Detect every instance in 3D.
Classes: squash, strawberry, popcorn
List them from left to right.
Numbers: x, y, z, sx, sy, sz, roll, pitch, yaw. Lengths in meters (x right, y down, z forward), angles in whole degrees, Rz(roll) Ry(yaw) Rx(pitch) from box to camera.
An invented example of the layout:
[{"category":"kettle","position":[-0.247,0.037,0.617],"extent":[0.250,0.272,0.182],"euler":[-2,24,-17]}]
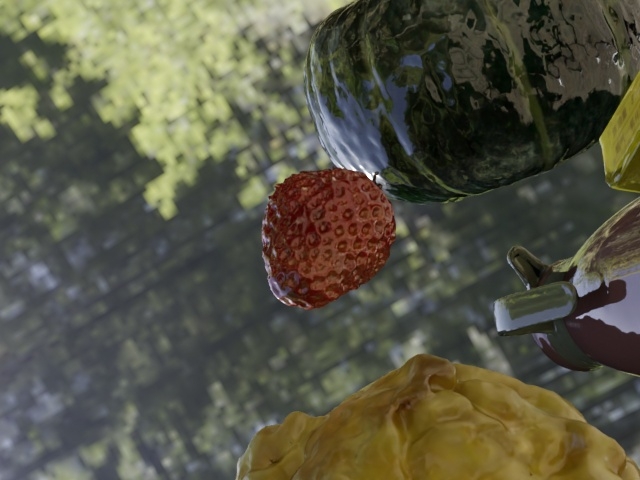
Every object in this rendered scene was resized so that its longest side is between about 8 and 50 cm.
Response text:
[{"category":"strawberry","position":[0.000,0.000,1.022],"extent":[0.073,0.073,0.083],"euler":[55,-147,-12]},{"category":"popcorn","position":[0.102,0.291,1.738],"extent":[0.354,0.390,0.344],"euler":[92,159,-60]},{"category":"squash","position":[0.111,-0.124,1.379],"extent":[0.165,0.252,0.252],"euler":[66,-157,-10]}]

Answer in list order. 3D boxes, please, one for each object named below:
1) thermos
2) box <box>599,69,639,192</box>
[{"category":"thermos","position":[0.232,0.036,1.419],"extent":[0.176,0.265,0.146],"euler":[-3,-99,-24]},{"category":"box","position":[0.246,-0.108,0.890],"extent":[0.153,0.279,0.041],"euler":[7,-128,-12]}]
